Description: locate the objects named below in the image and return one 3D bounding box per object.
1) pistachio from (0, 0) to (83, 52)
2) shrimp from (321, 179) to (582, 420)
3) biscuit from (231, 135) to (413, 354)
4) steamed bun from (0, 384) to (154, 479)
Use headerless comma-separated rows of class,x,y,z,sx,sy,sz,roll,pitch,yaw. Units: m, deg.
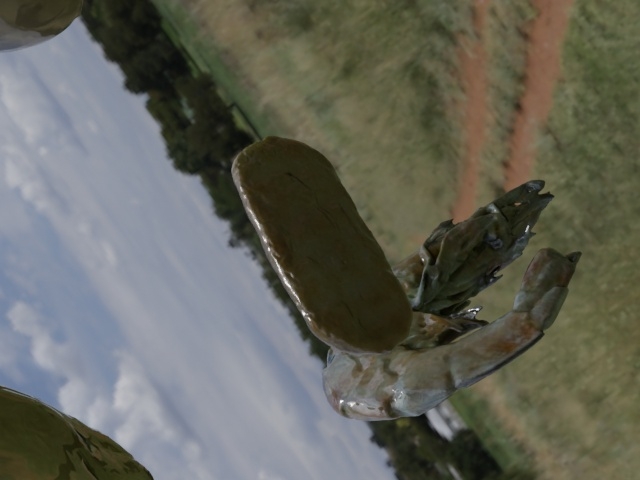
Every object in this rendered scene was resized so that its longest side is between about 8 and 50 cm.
pistachio,-0.297,-0.211,0.852,0.223,0.152,0.126,-17,-114,-43
shrimp,0.146,0.053,1.012,0.247,0.360,0.085,-1,125,50
biscuit,0.000,0.000,0.558,0.147,0.071,0.018,61,139,26
steamed bun,-0.202,0.163,0.384,0.203,0.276,0.289,36,164,-11
